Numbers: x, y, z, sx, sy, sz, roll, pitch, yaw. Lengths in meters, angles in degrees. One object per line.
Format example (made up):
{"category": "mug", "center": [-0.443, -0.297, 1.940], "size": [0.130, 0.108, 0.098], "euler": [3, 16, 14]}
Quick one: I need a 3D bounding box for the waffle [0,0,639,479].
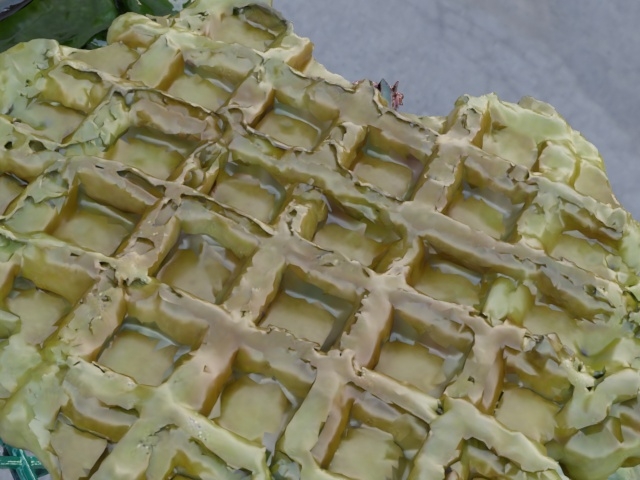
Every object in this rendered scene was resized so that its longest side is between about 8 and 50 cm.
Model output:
{"category": "waffle", "center": [0.000, 0.002, 0.404], "size": [0.291, 0.051, 0.291], "euler": [7, 47, -7]}

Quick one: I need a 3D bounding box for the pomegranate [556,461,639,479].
{"category": "pomegranate", "center": [0.116, 0.156, 0.505], "size": [0.302, 0.236, 0.236], "euler": [-9, 39, 21]}

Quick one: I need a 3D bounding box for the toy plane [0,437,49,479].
{"category": "toy plane", "center": [-0.165, 0.192, 0.691], "size": [0.060, 0.096, 0.235], "euler": [8, 39, -51]}

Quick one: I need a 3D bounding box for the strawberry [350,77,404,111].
{"category": "strawberry", "center": [0.022, -0.139, 1.449], "size": [0.087, 0.208, 0.167], "euler": [39, 71, -7]}

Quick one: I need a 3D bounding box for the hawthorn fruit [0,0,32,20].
{"category": "hawthorn fruit", "center": [-0.326, -0.068, 0.670], "size": [0.369, 0.285, 0.285], "euler": [-37, 70, -14]}

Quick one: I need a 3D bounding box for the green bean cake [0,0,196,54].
{"category": "green bean cake", "center": [-0.204, -0.169, 0.903], "size": [0.250, 0.247, 0.156], "euler": [32, 34, -59]}
